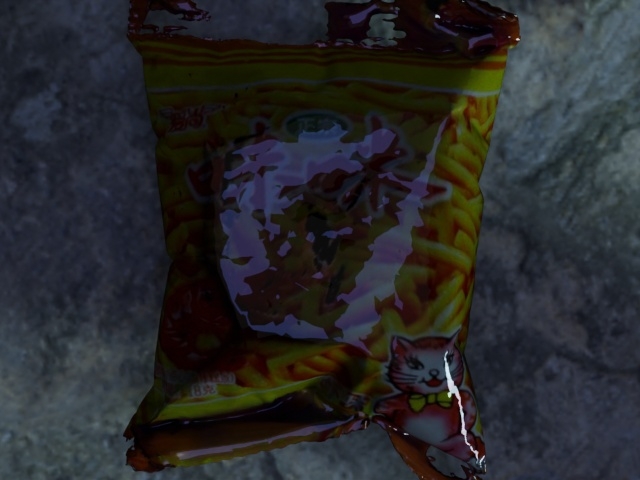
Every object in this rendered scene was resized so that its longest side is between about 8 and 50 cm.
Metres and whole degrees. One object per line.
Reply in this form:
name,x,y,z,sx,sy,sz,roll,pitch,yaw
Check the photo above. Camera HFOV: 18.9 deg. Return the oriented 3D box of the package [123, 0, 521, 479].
package,-0.007,-0.001,1.096,0.223,0.108,0.288,4,89,2
